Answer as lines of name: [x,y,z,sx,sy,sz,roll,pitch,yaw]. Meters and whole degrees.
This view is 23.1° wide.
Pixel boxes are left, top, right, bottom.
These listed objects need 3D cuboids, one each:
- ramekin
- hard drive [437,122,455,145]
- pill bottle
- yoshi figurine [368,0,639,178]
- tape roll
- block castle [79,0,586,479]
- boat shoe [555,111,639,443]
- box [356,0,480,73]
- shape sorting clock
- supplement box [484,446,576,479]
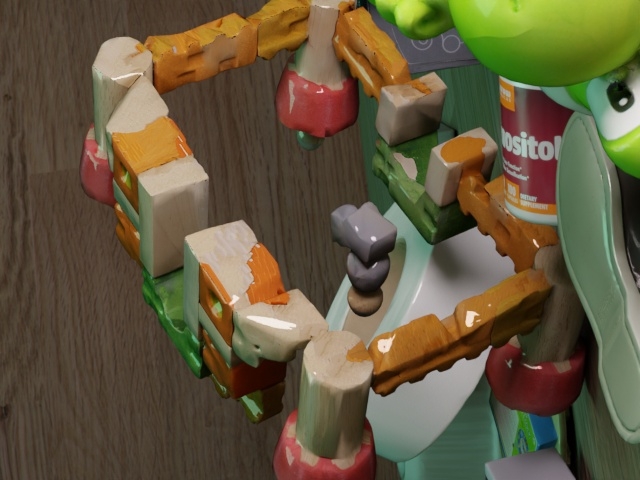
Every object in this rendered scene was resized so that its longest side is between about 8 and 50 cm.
ramekin: [0.147,0.175,1.861,0.273,0.127,0.272,174,90,-88]
hard drive: [0.161,0.005,2.083,0.210,0.040,0.318,-111,14,-81]
pill bottle: [0.170,-0.094,1.112,0.086,0.086,0.152,-103,7,-68]
yoshi figurine: [0.120,-0.190,0.866,0.362,0.203,0.203,-110,21,-44]
tape roll: [0.092,0.083,1.621,0.286,0.100,0.286,-58,14,24]
block castle: [0.000,0.000,1.368,0.453,0.303,0.213,53,153,32]
boat shoe: [0.198,0.018,0.956,0.081,0.069,0.227,110,157,-56]
box: [0.098,-0.281,1.600,0.270,0.143,0.165,-105,7,-70]
shape sorting clock: [0.205,0.172,1.515,0.206,0.040,0.206,174,90,-83]
supplement box: [0.204,0.322,1.403,0.130,0.073,0.239,-119,21,-58]
